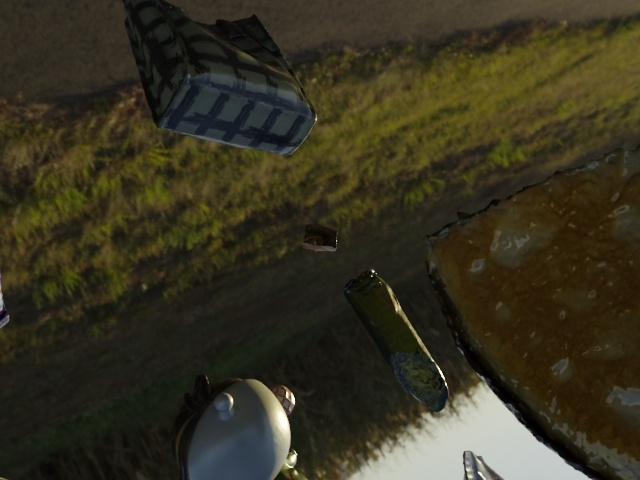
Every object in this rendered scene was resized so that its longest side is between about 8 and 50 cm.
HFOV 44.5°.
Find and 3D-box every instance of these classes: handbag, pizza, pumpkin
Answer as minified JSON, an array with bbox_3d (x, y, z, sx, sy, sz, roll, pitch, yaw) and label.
[{"bbox_3d":[-0.206,-0.340,1.557,0.325,0.327,0.162,7,134,-42],"label":"handbag"},{"bbox_3d":[0.294,0.080,1.022,0.391,0.435,0.080,9,-179,43],"label":"pizza"},{"bbox_3d":[0.001,0.000,1.611,0.073,0.035,0.101,2,-154,6],"label":"pumpkin"}]

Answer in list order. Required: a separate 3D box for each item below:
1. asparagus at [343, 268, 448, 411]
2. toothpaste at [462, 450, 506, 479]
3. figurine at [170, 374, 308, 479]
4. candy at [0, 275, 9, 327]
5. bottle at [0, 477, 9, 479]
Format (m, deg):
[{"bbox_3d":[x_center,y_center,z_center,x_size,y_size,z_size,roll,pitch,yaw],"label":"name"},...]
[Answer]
[{"bbox_3d":[0.194,0.250,1.937,0.108,0.382,0.128,-25,159,-18],"label":"asparagus"},{"bbox_3d":[0.144,0.236,0.638,0.073,0.114,0.299,-11,160,12],"label":"toothpaste"},{"bbox_3d":[-0.104,0.355,1.213,0.167,0.370,0.281,3,-138,41],"label":"figurine"},{"bbox_3d":[-0.665,0.098,1.495,0.145,0.070,0.275,-40,150,-45],"label":"candy"},{"bbox_3d":[-0.461,0.347,0.807,0.229,0.229,0.352,-30,165,-2],"label":"bottle"}]
